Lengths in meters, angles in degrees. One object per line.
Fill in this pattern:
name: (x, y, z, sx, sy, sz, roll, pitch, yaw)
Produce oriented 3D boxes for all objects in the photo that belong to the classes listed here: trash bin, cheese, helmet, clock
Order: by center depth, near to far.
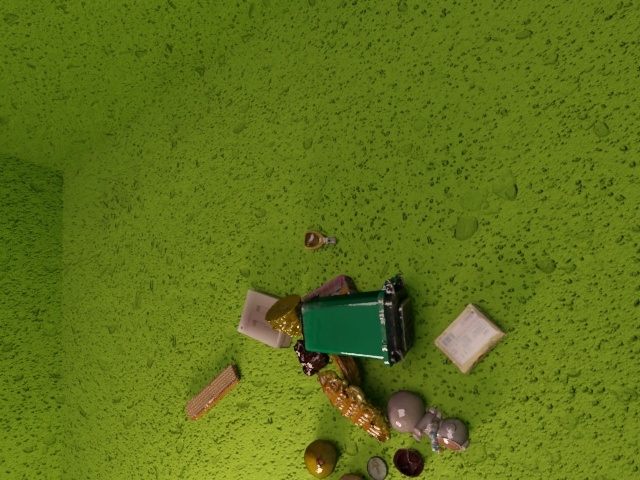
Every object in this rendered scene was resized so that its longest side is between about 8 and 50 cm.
helmet: (0.315, 0.795, 1.506, 0.111, 0.057, 0.089, 17, 54, 39)
trash bin: (0.133, 0.284, 1.559, 0.381, 0.259, 0.295, -5, 91, 22)
clock: (0.211, 0.849, 1.584, 0.085, 0.017, 0.085, -7, 76, 31)
cheese: (0.000, 0.000, 1.887, 0.162, 0.036, 0.086, 3, 83, 33)

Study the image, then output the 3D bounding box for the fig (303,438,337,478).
fig: (0.002, 0.850, 1.662, 0.136, 0.121, 0.153, 57, 134, 22)

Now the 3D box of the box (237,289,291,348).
box: (-0.233, 0.350, 1.925, 0.252, 0.106, 0.203, 14, 89, 35)

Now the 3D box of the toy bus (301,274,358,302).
toy bus: (0.024, 0.251, 1.787, 0.274, 0.090, 0.112, -33, 62, 23)

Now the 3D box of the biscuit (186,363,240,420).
biscuit: (-0.519, 0.733, 2.053, 0.379, 0.054, 0.094, -45, 59, 17)

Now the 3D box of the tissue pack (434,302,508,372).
tissue pack: (0.513, 0.332, 1.456, 0.196, 0.092, 0.148, -51, 58, 15)

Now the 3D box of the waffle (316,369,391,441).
waffle: (0.118, 0.598, 1.547, 0.068, 0.325, 0.302, -45, 26, -25)

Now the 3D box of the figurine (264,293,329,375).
figurine: (-0.068, 0.388, 1.726, 0.187, 0.168, 0.315, -19, 111, 43)

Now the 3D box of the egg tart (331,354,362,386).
egg tart: (0.107, 0.503, 1.653, 0.074, 0.191, 0.191, -27, 63, -9)

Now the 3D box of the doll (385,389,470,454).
doll: (0.371, 0.625, 1.466, 0.287, 0.151, 0.151, 17, 90, 27)

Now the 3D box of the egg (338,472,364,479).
egg: (0.121, 0.926, 1.566, 0.140, 0.116, 0.118, 46, 133, 35)
